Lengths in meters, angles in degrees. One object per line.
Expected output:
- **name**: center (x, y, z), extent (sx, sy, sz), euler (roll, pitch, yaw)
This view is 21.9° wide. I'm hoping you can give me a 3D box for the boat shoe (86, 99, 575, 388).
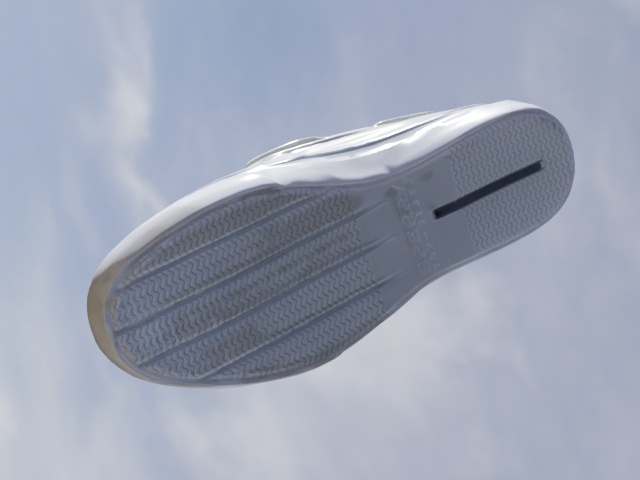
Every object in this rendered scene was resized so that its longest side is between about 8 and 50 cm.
- **boat shoe**: center (0.000, 0.000, 0.683), extent (0.076, 0.226, 0.083), euler (13, -63, 58)
